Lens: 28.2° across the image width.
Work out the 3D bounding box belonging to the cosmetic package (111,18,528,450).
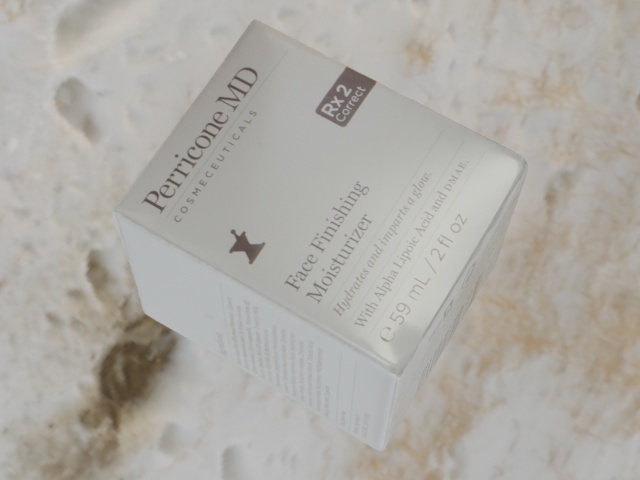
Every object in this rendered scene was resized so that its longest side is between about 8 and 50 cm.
[{"bbox_3d":[0.000,0.000,0.756,0.151,0.183,0.151,-57,168,-21],"label":"cosmetic package"}]
